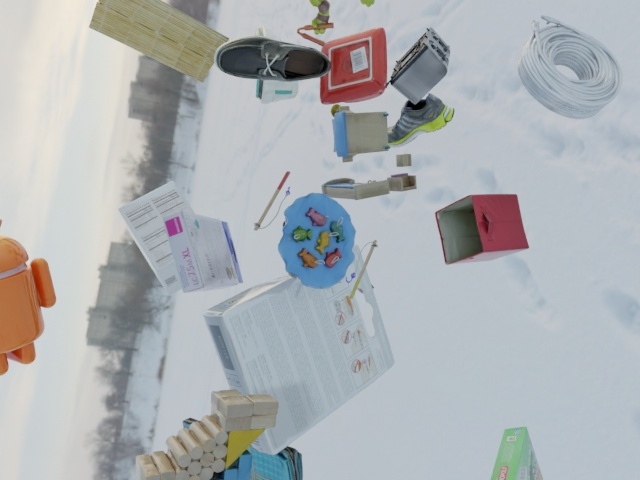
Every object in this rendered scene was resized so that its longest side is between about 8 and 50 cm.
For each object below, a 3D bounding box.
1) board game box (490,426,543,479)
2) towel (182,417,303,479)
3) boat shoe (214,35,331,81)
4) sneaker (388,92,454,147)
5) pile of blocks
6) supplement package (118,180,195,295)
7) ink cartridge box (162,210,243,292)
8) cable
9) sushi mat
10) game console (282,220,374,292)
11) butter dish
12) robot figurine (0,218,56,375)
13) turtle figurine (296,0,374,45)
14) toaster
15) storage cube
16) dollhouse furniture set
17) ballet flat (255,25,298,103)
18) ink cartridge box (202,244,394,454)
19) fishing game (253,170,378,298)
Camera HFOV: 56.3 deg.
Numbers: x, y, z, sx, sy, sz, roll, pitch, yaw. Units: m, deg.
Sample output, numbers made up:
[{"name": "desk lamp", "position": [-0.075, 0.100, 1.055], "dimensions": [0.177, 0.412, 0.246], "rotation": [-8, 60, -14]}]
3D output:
[{"name": "board game box", "position": [0.333, 0.484, 0.988], "dimensions": [0.317, 0.046, 0.213], "rotation": [-28, -80, -61]}, {"name": "towel", "position": [-0.177, 0.555, 1.323], "dimensions": [0.370, 0.040, 0.271], "rotation": [0, 97, 41]}, {"name": "boat shoe", "position": [-0.094, -0.361, 1.201], "dimensions": [0.079, 0.233, 0.084], "rotation": [-124, 36, -59]}, {"name": "sneaker", "position": [0.306, -0.417, 2.045], "dimensions": [0.300, 0.121, 0.111], "rotation": [-21, 34, 43]}, {"name": "pile of blocks", "position": [-0.214, 0.365, 0.910], "dimensions": [0.149, 0.362, 0.113], "rotation": [60, 159, -16]}, {"name": "supplement package", "position": [-0.482, -0.006, 1.927], "dimensions": [0.262, 0.198, 0.199], "rotation": [53, 162, 21]}, {"name": "ink cartridge box", "position": [-0.285, 0.033, 1.504], "dimensions": [0.311, 0.065, 0.185], "rotation": [9, -116, -78]}, {"name": "cable", "position": [0.619, -0.421, 1.494], "dimensions": [0.089, 0.257, 0.257], "rotation": [114, 176, -61]}, {"name": "sushi mat", "position": [-0.398, -0.518, 1.488], "dimensions": [0.151, 0.317, 0.019], "rotation": [-44, 40, 34]}, {"name": "game console", "position": [0.006, 0.033, 1.830], "dimensions": [0.044, 0.213, 0.361], "rotation": [-49, 53, -6]}, {"name": "butter dish", "position": [0.089, -0.370, 1.342], "dimensions": [0.118, 0.160, 0.160], "rotation": [27, -121, -59]}, {"name": "robot figurine", "position": [-0.482, 0.084, 0.878], "dimensions": [0.128, 0.158, 0.219], "rotation": [-143, 45, -71]}, {"name": "turtle figurine", "position": [-0.002, -0.467, 1.099], "dimensions": [0.217, 0.269, 0.087], "rotation": [15, 69, 41]}, {"name": "toaster", "position": [0.289, -0.504, 1.744], "dimensions": [0.186, 0.110, 0.168], "rotation": [-42, 16, 35]}, {"name": "storage cube", "position": [0.509, -0.034, 1.891], "dimensions": [0.215, 0.193, 0.183], "rotation": [-30, 67, 59]}, {"name": "dollhouse furniture set", "position": [0.141, -0.303, 1.985], "dimensions": [0.198, 0.286, 0.303], "rotation": [12, 111, 56]}, {"name": "ballet flat", "position": [-0.124, -0.501, 1.722], "dimensions": [0.400, 0.139, 0.139], "rotation": [-100, 23, -52]}, {"name": "ink cartridge box", "position": [-0.029, 0.215, 1.277], "dimensions": [0.091, 0.385, 0.308], "rotation": [-6, 106, 50]}, {"name": "fishing game", "position": [0.000, 0.000, 1.140], "dimensions": [0.041, 0.264, 0.189], "rotation": [-6, 49, 54]}]
